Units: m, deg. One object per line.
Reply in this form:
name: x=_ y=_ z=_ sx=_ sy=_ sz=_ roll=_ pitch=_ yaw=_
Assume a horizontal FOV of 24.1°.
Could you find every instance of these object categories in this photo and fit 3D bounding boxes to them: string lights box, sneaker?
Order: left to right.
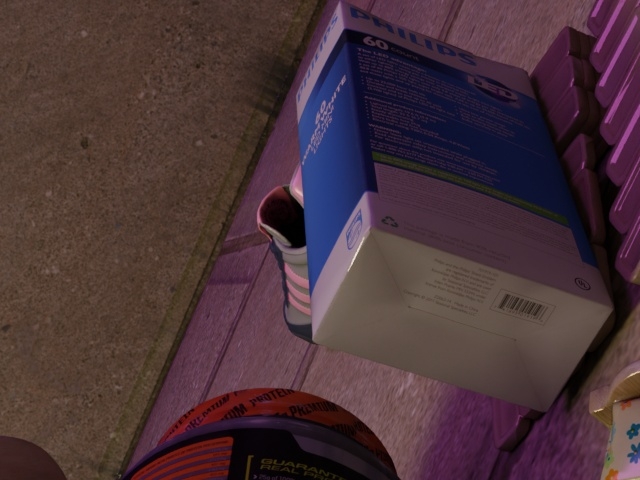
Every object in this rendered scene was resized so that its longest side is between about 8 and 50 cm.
sneaker: x=0.000 y=0.000 z=1.301 sx=0.319 sy=0.131 sz=0.112 roll=131 pitch=160 yaw=-64
string lights box: x=0.063 y=-0.030 z=0.832 sx=0.260 sy=0.133 sz=0.077 roll=-94 pitch=27 yaw=-57

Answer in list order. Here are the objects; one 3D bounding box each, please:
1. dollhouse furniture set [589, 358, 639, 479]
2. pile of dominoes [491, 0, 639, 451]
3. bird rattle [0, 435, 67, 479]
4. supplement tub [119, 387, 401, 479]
dollhouse furniture set: x=0.088 y=0.088 z=0.467 sx=0.161 sy=0.101 sz=0.182 roll=-24 pitch=37 yaw=42
pile of dominoes: x=0.155 y=-0.028 z=0.844 sx=0.251 sy=0.040 sz=0.196 roll=-87 pitch=22 yaw=-45
bird rattle: x=-0.196 y=0.193 z=0.787 sx=0.207 sy=0.143 sz=0.254 roll=-62 pitch=-42 yaw=-52
supplement tub: x=-0.034 y=0.217 z=0.733 sx=0.316 sy=0.193 sz=0.194 roll=-83 pitch=19 yaw=-64
